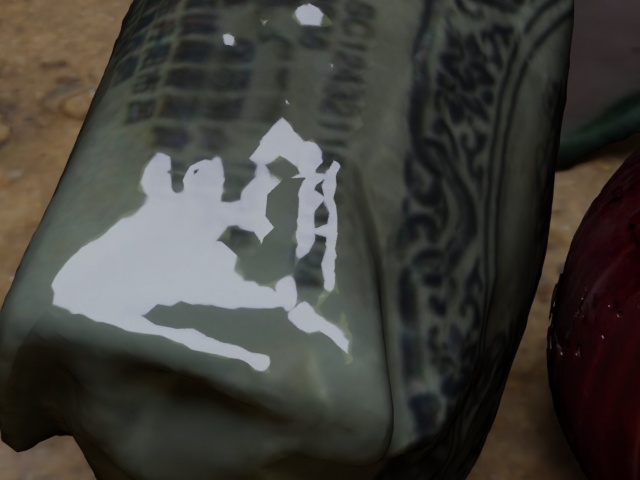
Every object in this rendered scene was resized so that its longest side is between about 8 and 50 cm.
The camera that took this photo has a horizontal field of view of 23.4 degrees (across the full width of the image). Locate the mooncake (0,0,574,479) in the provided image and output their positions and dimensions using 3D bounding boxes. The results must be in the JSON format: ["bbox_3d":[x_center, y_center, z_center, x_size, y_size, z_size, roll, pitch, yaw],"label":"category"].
[{"bbox_3d":[0.006,0.000,0.516,0.136,0.250,0.254,12,64,9],"label":"mooncake"}]

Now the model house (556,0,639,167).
[{"bbox_3d":[0.070,-0.190,0.684,0.202,0.237,0.237,-5,54,3],"label":"model house"}]

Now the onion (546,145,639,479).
[{"bbox_3d":[0.203,0.030,0.531,0.252,0.219,0.252,2,44,-2],"label":"onion"}]
